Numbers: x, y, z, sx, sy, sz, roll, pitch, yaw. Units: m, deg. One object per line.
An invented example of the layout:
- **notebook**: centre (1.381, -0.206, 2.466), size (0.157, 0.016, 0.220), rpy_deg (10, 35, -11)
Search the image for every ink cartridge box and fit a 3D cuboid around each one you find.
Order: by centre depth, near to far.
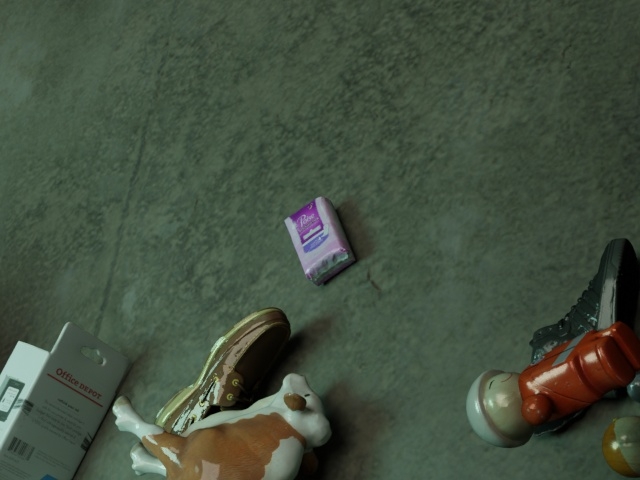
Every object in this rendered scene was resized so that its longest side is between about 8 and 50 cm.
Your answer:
- **ink cartridge box**: centre (-0.284, 0.177, 1.570), size (0.060, 0.104, 0.180), rpy_deg (12, 70, 44)

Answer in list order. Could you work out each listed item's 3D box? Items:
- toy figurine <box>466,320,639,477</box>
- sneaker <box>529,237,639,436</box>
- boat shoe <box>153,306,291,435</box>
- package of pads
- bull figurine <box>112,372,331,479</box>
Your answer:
- **toy figurine**: centre (0.214, 0.183, 1.092), size (0.148, 0.210, 0.213), rpy_deg (-32, 50, 40)
- **sneaker**: centre (0.212, 0.078, 1.272), size (0.089, 0.051, 0.170), rpy_deg (-5, 62, 31)
- **boat shoe**: centre (-0.085, 0.143, 1.466), size (0.178, 0.064, 0.060), rpy_deg (-49, 48, 10)
- **package of pads**: centre (0.000, 0.000, 1.511), size (0.050, 0.032, 0.083), rpy_deg (-34, 46, 13)
- **bull figurine**: centre (-0.116, 0.243, 1.367), size (0.188, 0.101, 0.310), rpy_deg (13, 70, 29)
